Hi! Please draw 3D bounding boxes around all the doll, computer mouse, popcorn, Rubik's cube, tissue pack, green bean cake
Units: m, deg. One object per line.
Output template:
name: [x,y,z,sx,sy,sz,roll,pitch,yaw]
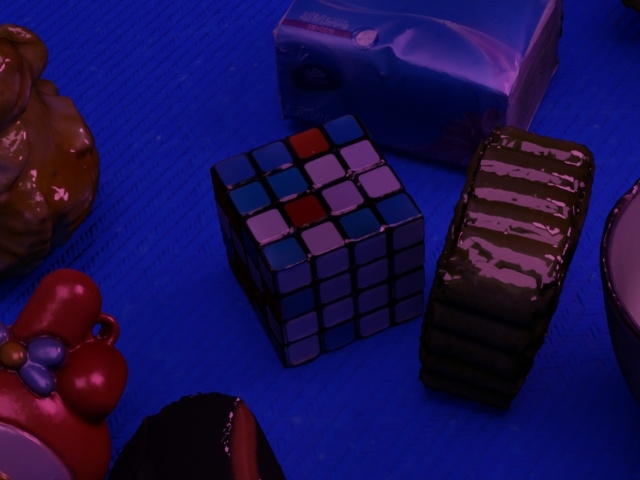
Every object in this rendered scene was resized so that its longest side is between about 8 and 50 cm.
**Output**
doll: [-0.254,0.166,1.108,0.161,0.130,0.290,32,83,-8]
computer mouse: [-0.090,0.258,1.022,0.183,0.116,0.323,-43,48,15]
popcorn: [-0.349,-0.101,1.300,0.276,0.276,0.225,17,59,19]
Rubik's cube: [0.000,0.000,1.242,0.154,0.155,0.151,-22,51,-12]
tissue pack: [0.108,-0.205,1.412,0.263,0.146,0.198,16,52,18]
green bean cake: [0.165,0.025,1.178,0.113,0.200,0.214,17,49,8]

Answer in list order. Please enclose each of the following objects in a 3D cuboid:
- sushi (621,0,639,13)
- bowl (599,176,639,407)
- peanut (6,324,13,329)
sushi: [0.492,-0.352,1.339,0.351,0.396,0.240,30,59,18]
bowl: [0.398,0.088,1.065,0.353,0.185,0.354,-2,39,2]
peanut: [-0.331,0.153,1.194,0.214,0.099,0.099,-33,54,-29]
